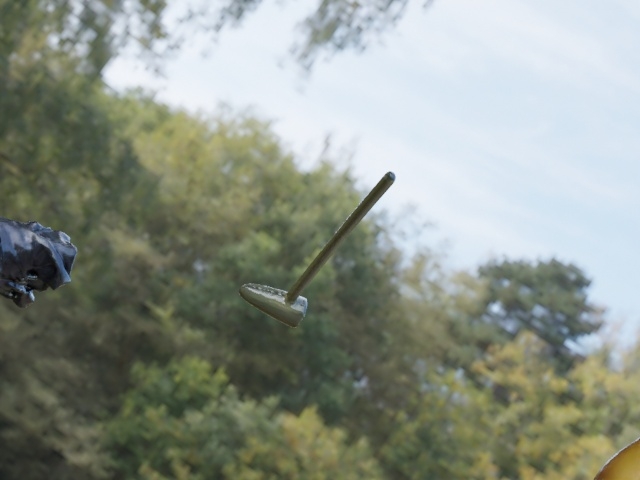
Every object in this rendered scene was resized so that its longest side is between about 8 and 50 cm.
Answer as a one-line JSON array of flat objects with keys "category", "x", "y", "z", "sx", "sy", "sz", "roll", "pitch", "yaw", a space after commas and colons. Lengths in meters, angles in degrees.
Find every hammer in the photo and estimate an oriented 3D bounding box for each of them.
[{"category": "hammer", "x": 0.000, "y": 0.000, "z": 1.223, "sx": 0.060, "sy": 0.028, "sz": 0.195, "roll": 28, "pitch": -52, "yaw": -14}]

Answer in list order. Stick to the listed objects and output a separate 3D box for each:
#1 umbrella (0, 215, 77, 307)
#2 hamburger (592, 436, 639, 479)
[{"category": "umbrella", "x": -0.286, "y": -0.003, "z": 1.030, "sx": 0.224, "sy": 0.071, "sz": 0.080, "roll": 21, "pitch": -33, "yaw": -30}, {"category": "hamburger", "x": 0.262, "y": 0.225, "z": 0.854, "sx": 0.246, "sy": 0.246, "sz": 0.170, "roll": 26, "pitch": -39, "yaw": 32}]
